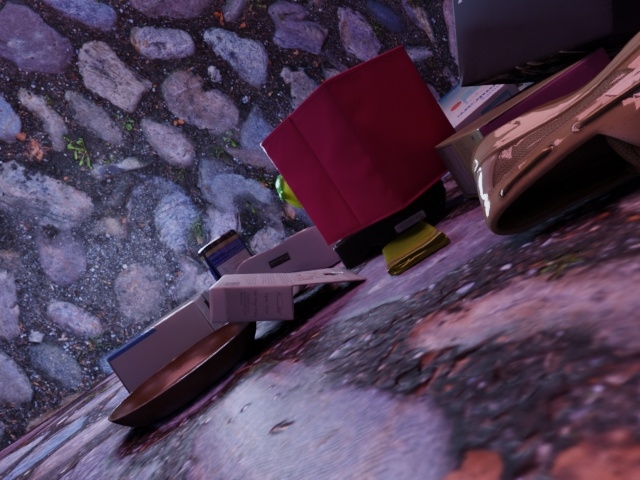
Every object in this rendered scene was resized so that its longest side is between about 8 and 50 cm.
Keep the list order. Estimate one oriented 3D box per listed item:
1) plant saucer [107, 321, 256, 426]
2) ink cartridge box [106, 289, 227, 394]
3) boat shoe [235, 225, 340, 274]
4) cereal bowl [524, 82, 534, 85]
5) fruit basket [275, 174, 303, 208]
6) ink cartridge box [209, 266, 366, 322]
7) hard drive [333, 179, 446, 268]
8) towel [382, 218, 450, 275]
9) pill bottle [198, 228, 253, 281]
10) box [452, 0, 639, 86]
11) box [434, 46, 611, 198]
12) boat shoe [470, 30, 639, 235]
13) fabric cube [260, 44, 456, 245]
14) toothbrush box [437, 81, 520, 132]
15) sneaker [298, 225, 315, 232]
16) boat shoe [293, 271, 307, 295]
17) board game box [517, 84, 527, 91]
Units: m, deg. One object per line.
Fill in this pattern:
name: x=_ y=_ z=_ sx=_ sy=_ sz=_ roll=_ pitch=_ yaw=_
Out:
plant saucer: x=-0.236 y=0.239 z=0.936 sx=0.310 sy=0.050 sz=0.310 roll=-34 pitch=3 yaw=2
ink cartridge box: x=-0.349 y=0.240 z=1.234 sx=0.223 sy=0.129 sz=0.307 roll=-35 pitch=4 yaw=-8
boat shoe: x=-0.059 y=0.056 z=1.296 sx=0.306 sy=0.113 sz=0.105 roll=-27 pitch=-16 yaw=4
cereal bowl: x=0.699 y=-0.502 z=1.395 sx=0.338 sy=0.141 sz=0.339 roll=-21 pitch=12 yaw=5
fruit basket: x=0.066 y=-0.199 z=1.453 sx=0.392 sy=0.392 sz=0.283 roll=-33 pitch=4 yaw=16
ink cartridge box: x=-0.067 y=0.099 z=0.981 sx=0.261 sy=0.066 sz=0.296 roll=-2 pitch=1 yaw=-6
hard drive: x=0.170 y=-0.060 z=1.172 sx=0.236 sy=0.064 sz=0.339 roll=-32 pitch=4 yaw=20
towel: x=0.149 y=0.005 z=0.854 sx=0.102 sy=0.021 sz=0.237 roll=-32 pitch=4 yaw=7
pill bottle: x=-0.228 y=0.089 z=1.405 sx=0.122 sy=0.219 sz=0.123 roll=-33 pitch=5 yaw=3
box: x=0.450 y=-0.385 z=0.852 sx=0.312 sy=0.179 sz=0.343 roll=-8 pitch=6 yaw=-18
box: x=0.334 y=-0.175 z=0.840 sx=0.213 sy=0.117 sz=0.243 roll=-34 pitch=5 yaw=0
boat shoe: x=0.304 y=-0.107 z=0.479 sx=0.341 sy=0.121 sz=0.110 roll=-34 pitch=40 yaw=41
fabric cube: x=0.087 y=-0.186 z=1.037 sx=0.254 sy=0.258 sz=0.259 roll=-38 pitch=7 yaw=-37
toothbrush box: x=0.369 y=-0.292 z=1.235 sx=0.216 sy=0.126 sz=0.295 roll=-40 pitch=17 yaw=22
sneaker: x=0.000 y=0.000 z=1.708 sx=0.283 sy=0.107 sz=0.124 roll=-35 pitch=17 yaw=44
boat shoe: x=-0.101 y=0.118 z=1.217 sx=0.184 sy=0.066 sz=0.063 roll=-34 pitch=-11 yaw=34
board game box: x=0.609 y=-0.416 z=1.655 sx=0.224 sy=0.098 sz=0.303 roll=-30 pitch=7 yaw=37
